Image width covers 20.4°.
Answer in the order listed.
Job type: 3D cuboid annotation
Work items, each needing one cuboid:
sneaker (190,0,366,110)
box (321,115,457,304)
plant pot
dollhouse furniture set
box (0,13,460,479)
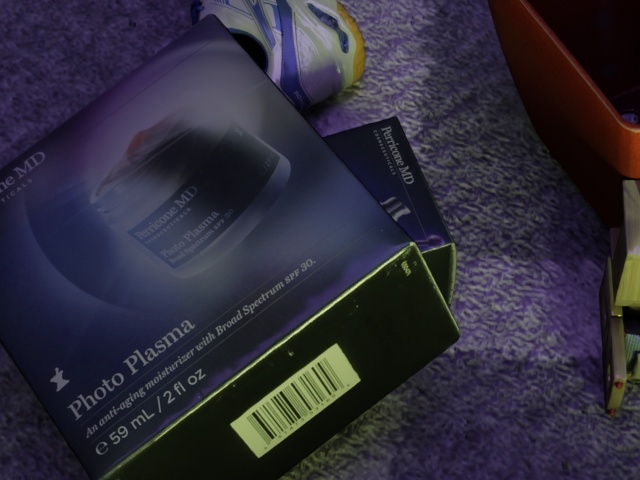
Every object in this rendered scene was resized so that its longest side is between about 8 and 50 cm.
[{"bbox_3d":[-0.090,-0.241,1.748,0.131,0.112,0.296,-35,62,-19],"label":"sneaker"},{"bbox_3d":[0.000,0.000,1.593,0.207,0.108,0.153,-18,58,-9],"label":"box"},{"bbox_3d":[0.317,-0.152,1.600,0.267,0.235,0.267,-23,53,-12],"label":"plant pot"},{"bbox_3d":[0.312,0.054,1.506,0.129,0.183,0.129,1,58,2],"label":"dollhouse furniture set"},{"bbox_3d":[-0.104,0.032,1.413,0.296,0.182,0.294,-38,58,-5],"label":"box"}]
